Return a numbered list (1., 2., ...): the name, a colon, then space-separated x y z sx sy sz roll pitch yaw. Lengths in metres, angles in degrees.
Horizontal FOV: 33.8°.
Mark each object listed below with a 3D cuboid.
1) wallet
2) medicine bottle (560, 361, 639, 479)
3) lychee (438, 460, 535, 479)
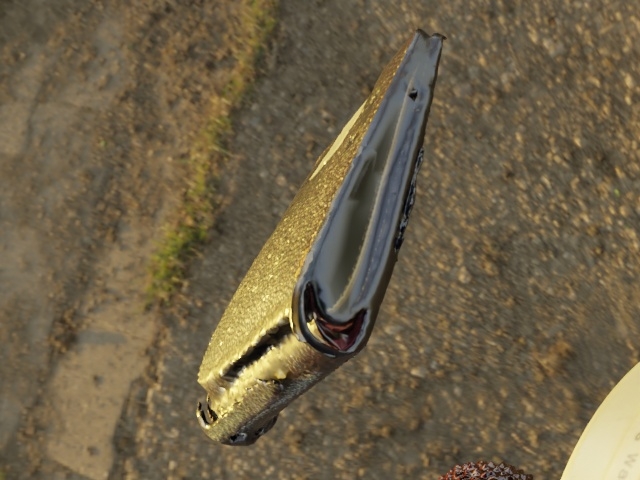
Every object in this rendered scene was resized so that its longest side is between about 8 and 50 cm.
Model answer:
1. wallet: 0.000 0.000 0.744 0.071 0.221 0.262 26 58 -6
2. medicine bottle: 0.256 0.123 0.419 0.179 0.124 0.324 -46 23 -23
3. lychee: 0.143 0.248 0.898 0.129 0.123 0.123 -43 52 55
